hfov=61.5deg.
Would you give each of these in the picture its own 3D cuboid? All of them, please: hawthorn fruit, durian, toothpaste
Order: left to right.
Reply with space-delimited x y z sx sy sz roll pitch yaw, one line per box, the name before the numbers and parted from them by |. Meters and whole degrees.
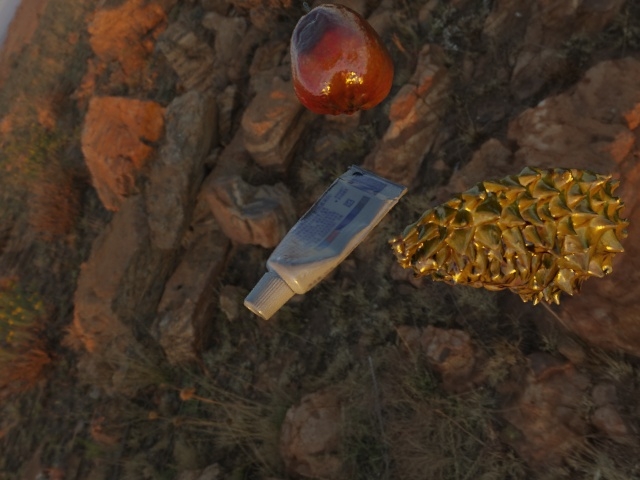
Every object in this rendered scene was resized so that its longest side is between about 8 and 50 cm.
toothpaste | -0.001 -0.001 0.773 0.282 0.099 0.068 -47 -8 -20
hawthorn fruit | 0.033 -0.401 1.160 0.224 0.224 0.260 -20 88 42
durian | 0.244 0.006 0.611 0.191 0.341 0.112 -37 55 40
